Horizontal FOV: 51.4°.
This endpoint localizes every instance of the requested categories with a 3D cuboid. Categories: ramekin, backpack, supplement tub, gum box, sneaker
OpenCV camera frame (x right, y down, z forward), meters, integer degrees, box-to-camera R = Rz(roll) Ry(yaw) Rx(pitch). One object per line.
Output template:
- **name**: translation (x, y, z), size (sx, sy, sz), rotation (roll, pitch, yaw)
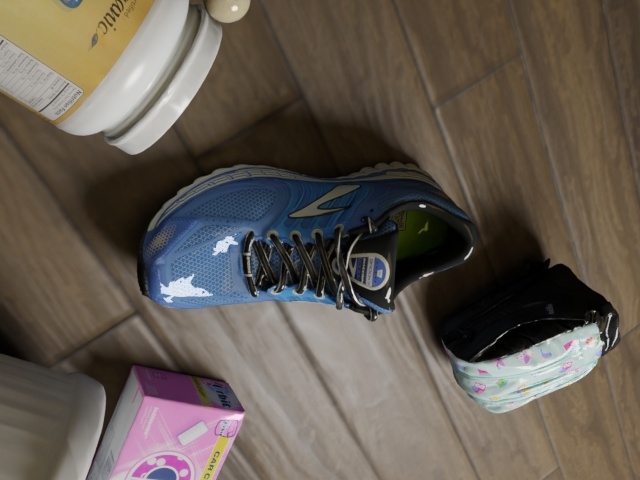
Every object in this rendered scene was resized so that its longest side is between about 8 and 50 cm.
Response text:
- **ramekin**: translation (-0.286, 0.202, 0.490), size (0.127, 0.273, 0.273), rotation (33, 93, -21)
- **backpack**: translation (0.237, 0.115, 0.776), size (0.182, 0.152, 0.115), rotation (-26, 111, -1)
- **supplement tub**: translation (-0.183, -0.163, 0.455), size (0.199, 0.144, 0.144), rotation (33, 93, -32)
- **gum box**: translation (-0.166, 0.230, 0.669), size (0.107, 0.062, 0.188), rotation (19, 101, -30)
- **sneaker**: translation (0.000, 0.000, 0.609), size (0.329, 0.147, 0.130), rotation (-12, 115, -21)

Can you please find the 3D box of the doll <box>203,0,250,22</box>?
- **doll**: translation (-0.095, -0.258, 0.495), size (0.129, 0.046, 0.189), rotation (-39, 122, -49)
